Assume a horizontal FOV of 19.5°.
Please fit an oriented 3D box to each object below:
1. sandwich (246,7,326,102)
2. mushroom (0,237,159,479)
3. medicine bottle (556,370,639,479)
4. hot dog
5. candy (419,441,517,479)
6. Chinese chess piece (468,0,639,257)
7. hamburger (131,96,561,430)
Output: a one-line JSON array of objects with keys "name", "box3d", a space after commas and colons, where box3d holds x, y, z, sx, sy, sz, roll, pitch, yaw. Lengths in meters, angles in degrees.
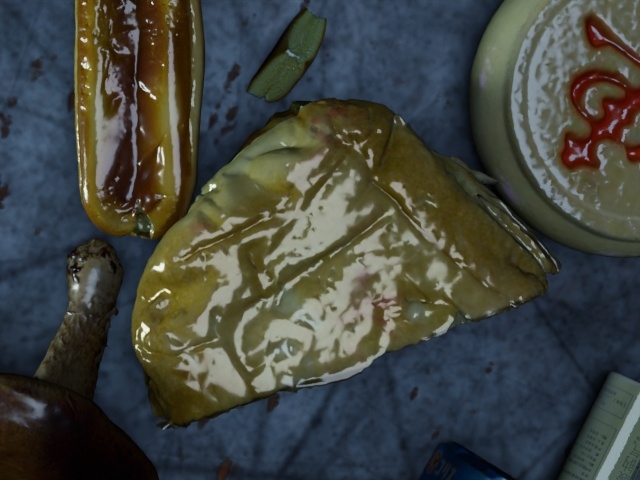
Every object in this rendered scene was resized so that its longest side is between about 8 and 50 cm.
[{"name": "sandwich", "box3d": [-0.023, -0.145, 1.471, 0.031, 0.044, 0.083, 32, 90, -14]}, {"name": "mushroom", "box3d": [-0.184, 0.107, 1.428, 0.148, 0.227, 0.217, 3, 54, 21]}, {"name": "medicine bottle", "box3d": [0.211, 0.221, 1.518, 0.059, 0.059, 0.231, 26, 89, -9]}, {"name": "hot dog", "box3d": [-0.139, -0.125, 1.442, 0.100, 0.068, 0.249, 1, 91, 2]}, {"name": "candy", "box3d": [0.078, 0.318, 1.454, 0.100, 0.157, 0.306, 30, 88, -10]}, {"name": "Chinese chess piece", "box3d": [0.242, -0.111, 1.485, 0.251, 0.097, 0.250, -1, 93, -9]}, {"name": "hamburger", "box3d": [-0.001, -0.002, 1.423, 0.330, 0.162, 0.209, -20, 93, -5]}]
